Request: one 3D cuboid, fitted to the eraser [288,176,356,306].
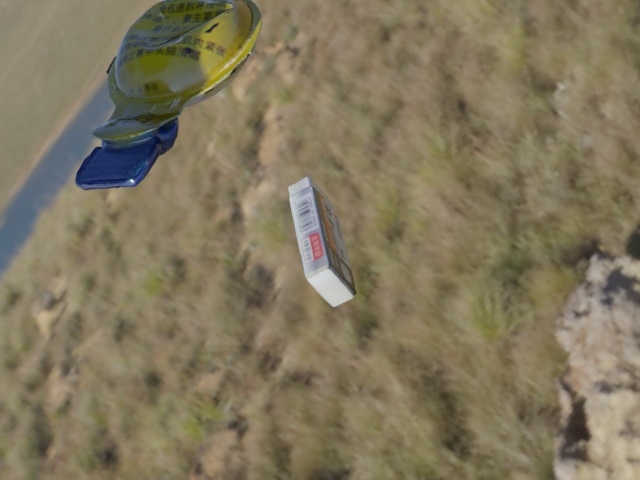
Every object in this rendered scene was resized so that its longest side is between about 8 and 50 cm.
[{"bbox_3d":[0.000,0.000,1.110,0.029,0.052,0.122,-27,43,15],"label":"eraser"}]

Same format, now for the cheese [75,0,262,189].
[{"bbox_3d":[-0.133,-0.136,1.044,0.157,0.064,0.250,0,49,33],"label":"cheese"}]
